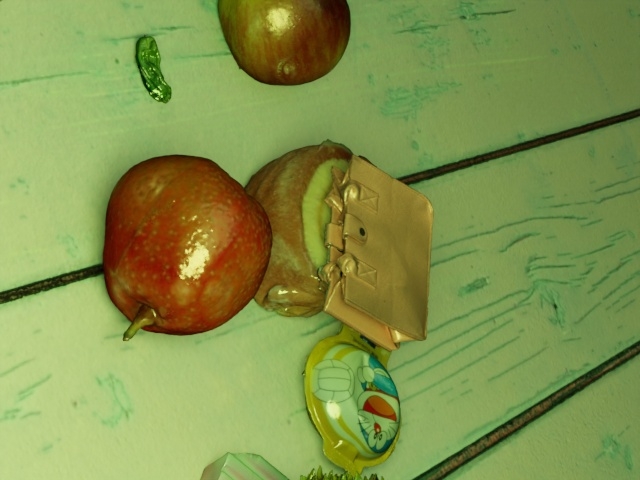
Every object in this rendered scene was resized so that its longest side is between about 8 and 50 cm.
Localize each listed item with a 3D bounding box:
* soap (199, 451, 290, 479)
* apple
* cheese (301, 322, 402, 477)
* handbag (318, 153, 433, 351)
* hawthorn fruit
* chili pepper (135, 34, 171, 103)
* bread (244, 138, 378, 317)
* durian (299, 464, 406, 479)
[{"bbox_3d":[-0.077,0.300,1.568,0.149,0.056,0.100,42,40,-25],"label":"soap"},{"bbox_3d":[-0.041,-0.301,1.916,0.195,0.160,0.173,-46,127,-45],"label":"apple"},{"bbox_3d":[0.047,0.174,1.778,0.177,0.069,0.270,39,43,-27],"label":"cheese"},{"bbox_3d":[0.069,0.015,1.710,0.157,0.059,0.212,32,48,-36],"label":"handbag"},{"bbox_3d":[-0.160,0.024,1.542,0.196,0.196,0.225,42,57,-24],"label":"hawthorn fruit"},{"bbox_3d":[-0.211,-0.215,1.750,0.034,0.030,0.091,12,59,-75],"label":"chili pepper"},{"bbox_3d":[-0.009,-0.007,1.780,0.190,0.123,0.244,40,42,-24],"label":"bread"},{"bbox_3d":[0.075,0.418,1.574,0.198,0.163,0.394,-37,119,-59],"label":"durian"}]
